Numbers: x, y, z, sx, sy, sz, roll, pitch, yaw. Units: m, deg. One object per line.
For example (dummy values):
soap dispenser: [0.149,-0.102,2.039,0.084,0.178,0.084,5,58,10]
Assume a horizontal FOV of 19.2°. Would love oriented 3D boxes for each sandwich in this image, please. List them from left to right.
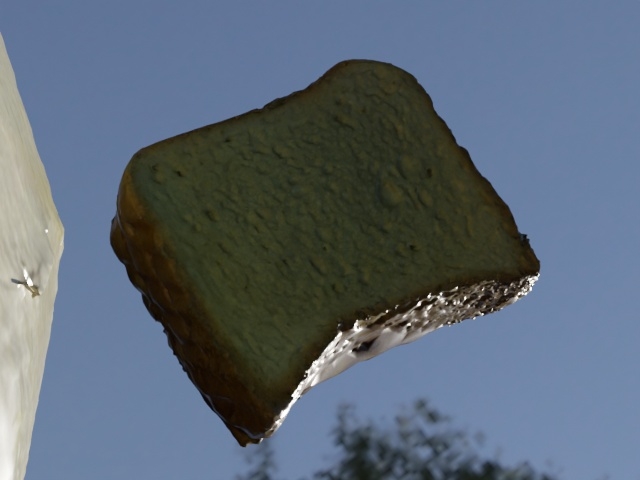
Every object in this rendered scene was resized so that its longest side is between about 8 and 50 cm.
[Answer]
sandwich: [0.000,0.000,1.114,0.186,0.215,0.065,59,-27,16]

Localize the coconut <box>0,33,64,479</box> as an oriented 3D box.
coconut: [-0.263,0.027,0.701,0.346,0.346,0.360,17,-44,33]
